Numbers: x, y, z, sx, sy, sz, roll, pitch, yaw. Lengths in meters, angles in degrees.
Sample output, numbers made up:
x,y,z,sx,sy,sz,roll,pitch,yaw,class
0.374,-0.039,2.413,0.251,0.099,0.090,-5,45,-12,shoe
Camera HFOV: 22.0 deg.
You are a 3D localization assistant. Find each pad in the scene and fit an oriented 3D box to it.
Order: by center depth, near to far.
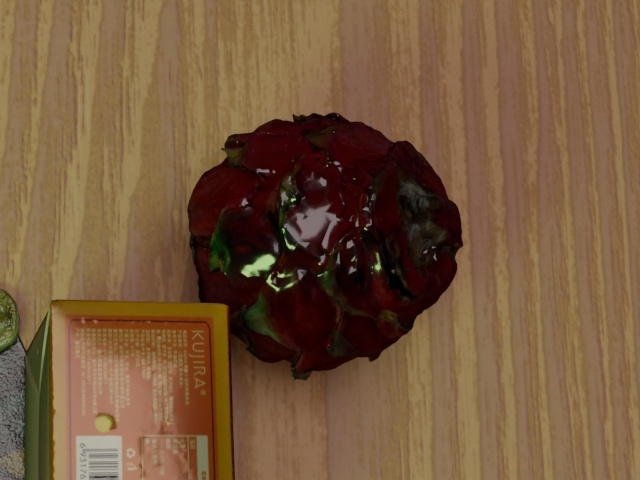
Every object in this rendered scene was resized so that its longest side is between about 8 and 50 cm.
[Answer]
x,y,z,sx,sy,sz,roll,pitch,yaw,class
-0.375,0.226,1.925,0.143,0.003,0.211,-25,81,-19,pad

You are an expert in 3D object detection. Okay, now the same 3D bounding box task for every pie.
x,y,z,sx,sy,sz,roll,pitch,yaw,class
-0.396,0.094,1.951,0.084,0.021,0.084,3,71,-8,pie

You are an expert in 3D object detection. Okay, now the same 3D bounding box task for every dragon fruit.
x,y,z,sx,sy,sz,roll,pitch,yaw,class
-0.001,0.001,1.917,0.329,0.329,0.329,4,72,-12,dragon fruit

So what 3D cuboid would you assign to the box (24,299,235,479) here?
x,y,z,sx,sy,sz,roll,pitch,yaw,class
-0.213,0.230,1.826,0.213,0.259,0.284,2,74,-14,box
